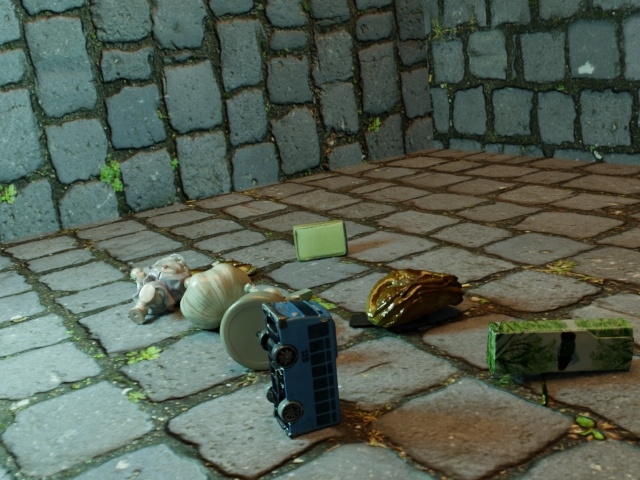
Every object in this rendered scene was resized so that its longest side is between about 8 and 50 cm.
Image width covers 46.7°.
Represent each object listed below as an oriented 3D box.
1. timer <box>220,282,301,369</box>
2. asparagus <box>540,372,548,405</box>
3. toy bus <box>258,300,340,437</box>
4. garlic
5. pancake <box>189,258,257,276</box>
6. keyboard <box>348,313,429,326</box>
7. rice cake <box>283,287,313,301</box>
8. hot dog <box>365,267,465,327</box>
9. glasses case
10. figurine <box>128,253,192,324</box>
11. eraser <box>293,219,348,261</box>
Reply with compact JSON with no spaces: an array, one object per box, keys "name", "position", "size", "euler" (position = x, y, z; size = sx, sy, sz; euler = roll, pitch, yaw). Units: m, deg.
[{"name":"timer","position":[-0.129,0.170,1.746],"size":[0.175,0.175,0.266],"euler":[-6,15,4]},{"name":"asparagus","position":[0.429,0.275,1.426],"size":[0.016,0.013,0.166],"euler":[8,19,13]},{"name":"toy bus","position":[-0.035,0.229,1.381],"size":[0.133,0.234,0.116],"euler":[-9,15,-18]},{"name":"garlic","position":[-0.233,0.177,1.900],"size":[0.199,0.199,0.226],"euler":[-19,52,-40]},{"name":"pancake","position":[-0.325,0.100,2.337],"size":[0.257,0.056,0.212],"euler":[-15,17,-29]},{"name":"keyboard","position":[0.171,0.196,1.842],"size":[0.196,0.015,0.074],"euler":[-4,11,9]},{"name":"rice cake","position":[-0.091,0.167,2.035],"size":[0.171,0.029,0.033],"euler":[-18,22,-38]},{"name":"hot dog","position":[0.225,0.129,1.814],"size":[0.259,0.114,0.175],"euler":[-12,11,-33]},{"name":"glasses case","position":[0.468,0.209,1.454],"size":[0.272,0.095,0.062],"euler":[-3,22,-2]},{"name":"figurine","position":[-0.457,0.138,2.125],"size":[0.200,0.133,0.276],"euler":[9,23,11]},{"name":"eraser","position":[0.000,0.000,2.454],"size":[0.172,0.117,0.058],"euler":[-9,11,-7]}]
